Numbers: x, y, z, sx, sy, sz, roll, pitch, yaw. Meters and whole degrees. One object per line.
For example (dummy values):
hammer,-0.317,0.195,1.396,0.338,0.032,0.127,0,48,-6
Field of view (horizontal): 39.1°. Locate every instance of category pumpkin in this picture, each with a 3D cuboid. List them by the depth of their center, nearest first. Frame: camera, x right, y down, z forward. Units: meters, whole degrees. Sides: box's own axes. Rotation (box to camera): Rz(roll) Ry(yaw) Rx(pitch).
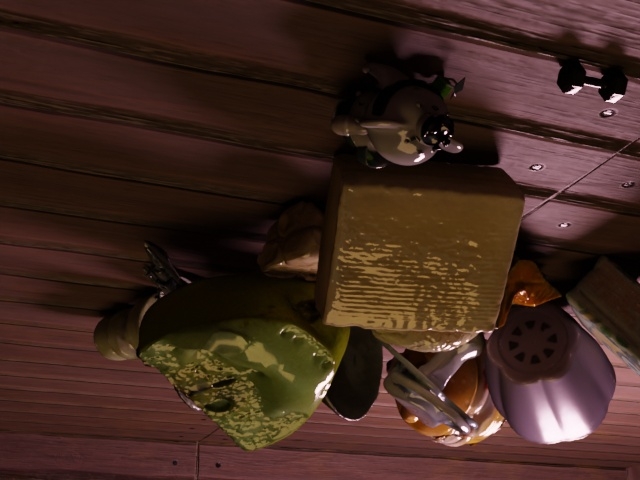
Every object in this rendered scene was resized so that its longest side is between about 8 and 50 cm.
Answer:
pumpkin,0.315,0.069,1.584,0.130,0.126,0.248,-3,-171,39

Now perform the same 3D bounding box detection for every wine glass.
wine glass,-0.096,0.251,1.889,0.405,0.267,0.267,-10,156,34

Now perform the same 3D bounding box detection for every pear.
pear,-0.100,0.169,1.570,0.317,0.239,0.342,-24,128,18

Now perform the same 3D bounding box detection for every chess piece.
chess piece,-0.387,0.197,1.908,0.144,0.145,0.251,19,156,-38

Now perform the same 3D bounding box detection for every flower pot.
flower pot,0.449,0.256,1.836,0.264,0.265,0.243,-10,148,22

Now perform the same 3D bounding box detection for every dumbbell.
dumbbell,0.328,-0.192,1.089,0.083,0.036,0.040,7,158,-17

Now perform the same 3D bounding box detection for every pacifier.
pacifier,0.250,0.260,1.823,0.287,0.226,0.238,41,175,-28

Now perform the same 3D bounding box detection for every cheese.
cheese,0.138,0.009,1.321,0.265,0.124,0.243,4,118,-11

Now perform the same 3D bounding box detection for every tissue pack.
tissue pack,0.621,0.191,1.671,0.128,0.311,0.228,-48,145,5

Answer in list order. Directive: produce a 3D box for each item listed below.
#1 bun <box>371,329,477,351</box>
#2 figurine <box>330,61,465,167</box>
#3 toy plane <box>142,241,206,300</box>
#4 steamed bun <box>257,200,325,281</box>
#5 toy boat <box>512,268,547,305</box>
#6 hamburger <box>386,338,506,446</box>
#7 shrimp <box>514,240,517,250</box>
bun,0.195,0.131,1.730,0.220,0.134,0.220,-4,-169,1
figurine,0.091,-0.144,1.077,0.147,0.126,0.192,2,-168,-34
toy plane,-0.280,0.077,1.682,0.159,0.082,0.234,18,168,30
steamed bun,0.000,0.000,1.466,0.177,0.106,0.192,5,166,-22
toy boat,0.382,0.088,1.746,0.066,0.059,0.140,32,153,-1
hamburger,0.281,0.333,2.071,0.236,0.277,0.276,17,152,-33
shrimp,0.247,-0.017,1.501,0.174,0.076,0.082,1,-162,-15
